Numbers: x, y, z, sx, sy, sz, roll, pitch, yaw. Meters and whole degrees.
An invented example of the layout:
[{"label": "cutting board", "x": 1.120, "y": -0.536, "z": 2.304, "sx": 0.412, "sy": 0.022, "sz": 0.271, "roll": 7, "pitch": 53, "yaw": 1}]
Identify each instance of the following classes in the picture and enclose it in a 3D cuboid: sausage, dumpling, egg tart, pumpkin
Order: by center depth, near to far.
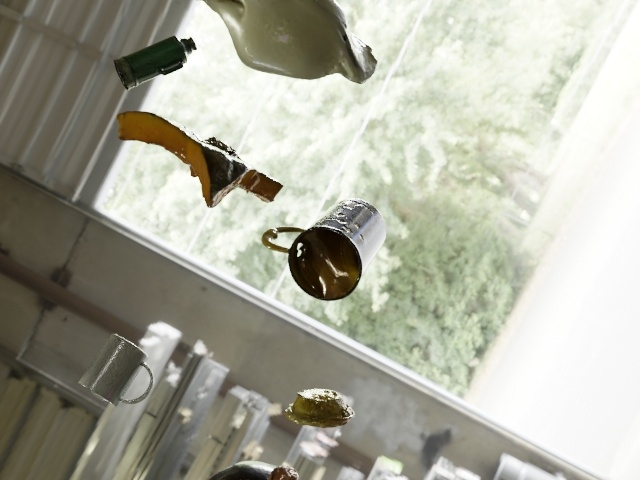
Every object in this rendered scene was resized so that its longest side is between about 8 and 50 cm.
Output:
[{"label": "sausage", "x": -0.070, "y": 0.349, "z": 0.973, "sx": 0.036, "sy": 0.042, "sz": 0.158, "roll": 55, "pitch": 129, "yaw": 51}, {"label": "pumpkin", "x": -0.186, "y": -0.126, "z": 1.320, "sx": 0.258, "sy": 0.290, "sz": 0.095, "roll": 22, "pitch": -82, "yaw": -57}, {"label": "dumpling", "x": -0.050, "y": -0.461, "z": 1.606, "sx": 0.315, "sy": 0.395, "sz": 0.233, "roll": -60, "pitch": -5, "yaw": -56}, {"label": "egg tart", "x": 0.000, "y": 0.438, "z": 2.029, "sx": 0.191, "sy": 0.191, "sz": 0.074, "roll": -13, "pitch": -74, "yaw": -77}]

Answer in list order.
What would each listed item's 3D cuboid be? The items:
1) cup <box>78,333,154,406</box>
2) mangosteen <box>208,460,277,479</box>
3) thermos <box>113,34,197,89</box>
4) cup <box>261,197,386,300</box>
[{"label": "cup", "x": -0.440, "y": 0.296, "z": 1.699, "sx": 0.133, "sy": 0.136, "sz": 0.099, "roll": -59, "pitch": 18, "yaw": -20}, {"label": "mangosteen", "x": -0.176, "y": 0.835, "z": 2.167, "sx": 0.382, "sy": 0.435, "sz": 0.382, "roll": -15, "pitch": -66, "yaw": -37}, {"label": "thermos", "x": -0.370, "y": -0.413, "z": 1.754, "sx": 0.187, "sy": 0.083, "sz": 0.073, "roll": -29, "pitch": -66, "yaw": -17}, {"label": "cup", "x": 0.015, "y": -0.013, "z": 1.824, "sx": 0.178, "sy": 0.255, "sz": 0.256, "roll": -56, "pitch": -4, "yaw": 27}]
